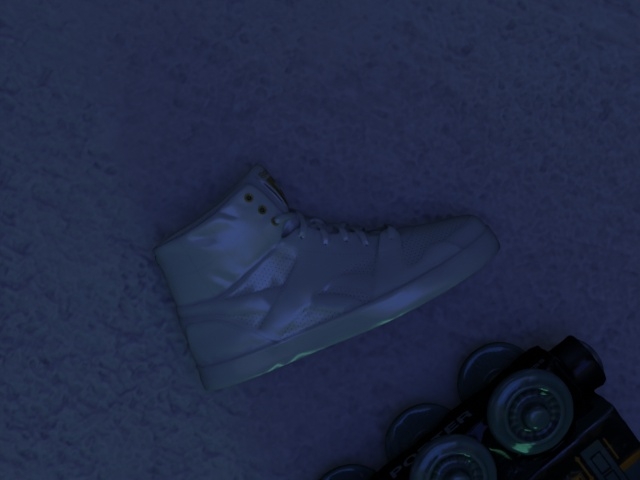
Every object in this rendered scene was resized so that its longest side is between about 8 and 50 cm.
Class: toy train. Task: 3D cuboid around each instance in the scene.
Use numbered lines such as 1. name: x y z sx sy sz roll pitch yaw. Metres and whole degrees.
1. toy train: 0.138 0.235 1.261 0.334 0.142 0.190 -39 103 -3

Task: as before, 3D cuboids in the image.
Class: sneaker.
1. sneaker: 0.000 0.000 1.255 0.292 0.108 0.169 -23 96 -3
